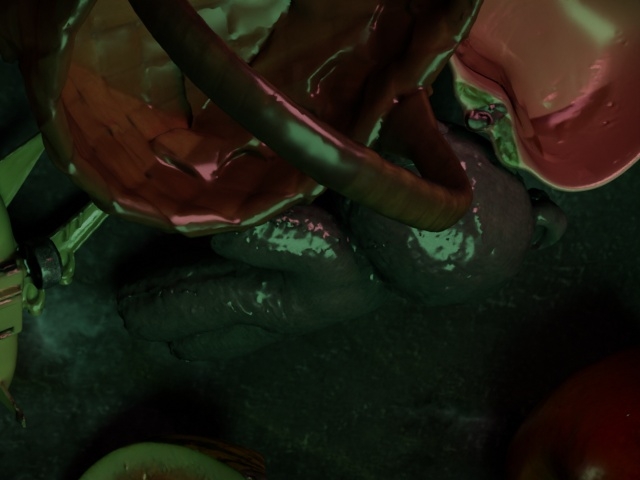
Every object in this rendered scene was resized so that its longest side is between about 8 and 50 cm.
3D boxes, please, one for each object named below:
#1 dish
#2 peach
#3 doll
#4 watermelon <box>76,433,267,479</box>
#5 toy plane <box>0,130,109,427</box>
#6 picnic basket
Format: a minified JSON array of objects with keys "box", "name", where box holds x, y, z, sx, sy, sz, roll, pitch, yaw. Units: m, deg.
[{"box":[0.171,-0.148,1.409,0.213,0.090,0.213,-4,101,-18],"name":"dish"},{"box":[0.333,0.277,1.734,0.310,0.335,0.406,-43,140,21],"name":"peach"},{"box":[0.001,-0.007,1.458,0.340,0.158,0.246,-17,154,26],"name":"doll"},{"box":[-0.160,0.247,1.596,0.128,0.159,0.303,31,115,-11],"name":"watermelon"},{"box":[-0.250,0.036,1.378,0.242,0.104,0.256,-24,131,-30],"name":"toy plane"},{"box":[-0.022,-0.118,1.202,0.293,0.337,0.337,27,112,-41],"name":"picnic basket"}]
